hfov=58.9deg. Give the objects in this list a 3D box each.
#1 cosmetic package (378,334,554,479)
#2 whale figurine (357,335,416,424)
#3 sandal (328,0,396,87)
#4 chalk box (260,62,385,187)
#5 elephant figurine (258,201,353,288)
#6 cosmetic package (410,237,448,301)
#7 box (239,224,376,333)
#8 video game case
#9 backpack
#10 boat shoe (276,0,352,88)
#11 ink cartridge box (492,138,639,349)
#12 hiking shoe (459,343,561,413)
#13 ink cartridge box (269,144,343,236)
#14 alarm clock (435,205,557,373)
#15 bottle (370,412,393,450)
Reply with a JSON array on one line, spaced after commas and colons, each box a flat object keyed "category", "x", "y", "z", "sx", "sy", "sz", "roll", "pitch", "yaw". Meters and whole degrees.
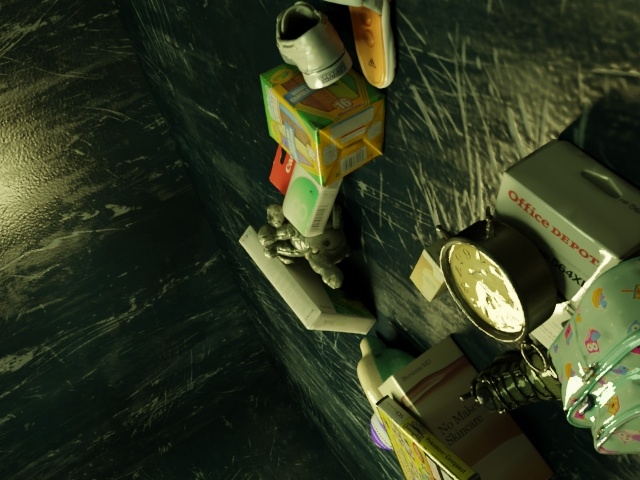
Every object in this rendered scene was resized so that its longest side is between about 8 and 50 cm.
[{"category": "cosmetic package", "x": 0.260, "y": 0.348, "z": 1.054, "sx": 0.296, "sy": 0.153, "sz": 0.129, "roll": 53, "pitch": 160, "yaw": 17}, {"category": "whale figurine", "x": 0.169, "y": 0.307, "z": 1.320, "sx": 0.272, "sy": 0.141, "sz": 0.217, "roll": -88, "pitch": -27, "yaw": -76}, {"category": "sandal", "x": 0.041, "y": -0.312, "z": 0.738, "sx": 0.102, "sy": 0.076, "sz": 0.266, "roll": 39, "pitch": 152, "yaw": 48}, {"category": "chalk box", "x": -0.009, "y": -0.217, "z": 0.931, "sx": 0.213, "sy": 0.132, "sz": 0.132, "roll": 48, "pitch": 159, "yaw": 31}, {"category": "elephant figurine", "x": 0.000, "y": 0.000, "z": 1.237, "sx": 0.239, "sy": 0.186, "sz": 0.169, "roll": 14, "pitch": 174, "yaw": 32}, {"category": "cosmetic package", "x": 0.193, "y": 0.051, "z": 0.949, "sx": 0.060, "sy": 0.041, "sz": 0.115, "roll": 52, "pitch": 161, "yaw": 21}, {"category": "box", "x": -0.031, "y": 0.096, "z": 1.390, "sx": 0.232, "sy": 0.059, "sz": 0.322, "roll": 16, "pitch": -153, "yaw": -51}, {"category": "video game case", "x": 0.216, "y": 0.440, "z": 1.018, "sx": 0.248, "sy": 0.035, "sz": 0.275, "roll": 29, "pitch": 146, "yaw": 57}, {"category": "backpack", "x": 0.308, "y": 0.101, "z": 0.499, "sx": 0.145, "sy": 0.165, "sz": 0.189, "roll": -88, "pitch": -2, "yaw": -49}, {"category": "boat shoe", "x": -0.020, "y": -0.302, "z": 0.819, "sx": 0.084, "sy": 0.095, "sz": 0.258, "roll": 56, "pitch": -178, "yaw": -33}, {"category": "ink cartridge box", "x": 0.264, "y": 0.015, "z": 0.627, "sx": 0.148, "sy": 0.085, "sz": 0.203, "roll": 48, "pitch": 159, "yaw": 34}, {"category": "hiking shoe", "x": 0.289, "y": 0.215, "z": 0.821, "sx": 0.086, "sy": 0.114, "sz": 0.227, "roll": 57, "pitch": 162, "yaw": 9}, {"category": "ink cartridge box", "x": -0.046, "y": -0.144, "z": 1.153, "sx": 0.224, "sy": 0.056, "sz": 0.181, "roll": 44, "pitch": 127, "yaw": 37}, {"category": "alarm clock", "x": 0.201, "y": 0.059, "z": 0.617, "sx": 0.192, "sy": 0.064, "sz": 0.129, "roll": 65, "pitch": 162, "yaw": -5}, {"category": "bottle", "x": 0.196, "y": 0.524, "z": 1.588, "sx": 0.118, "sy": 0.092, "sz": 0.283, "roll": 52, "pitch": 160, "yaw": 21}]
